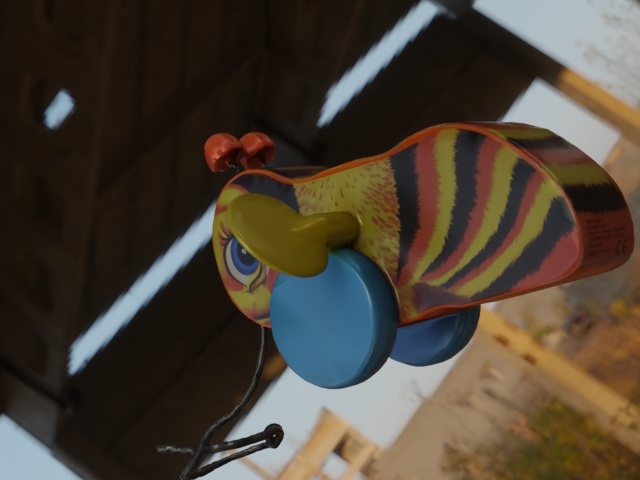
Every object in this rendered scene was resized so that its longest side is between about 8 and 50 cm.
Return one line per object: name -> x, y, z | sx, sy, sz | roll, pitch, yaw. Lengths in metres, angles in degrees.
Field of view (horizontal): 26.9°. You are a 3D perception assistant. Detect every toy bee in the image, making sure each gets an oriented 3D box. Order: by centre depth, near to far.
toy bee -> 0.000, 0.000, 0.686 | 0.298, 0.162, 0.195 | -26, -12, 17
